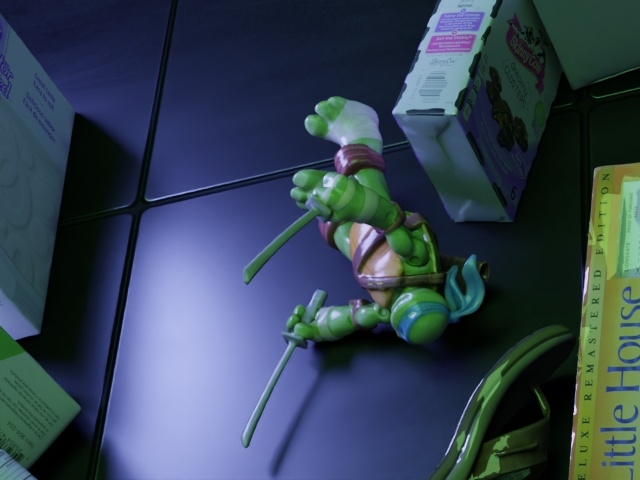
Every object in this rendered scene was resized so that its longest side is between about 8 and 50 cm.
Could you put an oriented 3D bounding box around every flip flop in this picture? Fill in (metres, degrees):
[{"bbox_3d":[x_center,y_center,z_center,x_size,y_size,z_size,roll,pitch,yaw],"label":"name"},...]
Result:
[{"bbox_3d":[0.144,0.192,1.655,0.080,0.112,0.277,29,66,15],"label":"flip flop"}]

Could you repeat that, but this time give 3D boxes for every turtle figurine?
[{"bbox_3d":[0.000,0.000,1.828,0.275,0.198,0.266,-23,41,6],"label":"turtle figurine"}]

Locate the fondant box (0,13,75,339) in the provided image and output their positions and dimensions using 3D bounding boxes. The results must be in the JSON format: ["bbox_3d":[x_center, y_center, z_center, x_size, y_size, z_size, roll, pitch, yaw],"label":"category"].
[{"bbox_3d":[-0.375,-0.085,2.083,0.096,0.238,0.330,-15,47,19],"label":"fondant box"}]

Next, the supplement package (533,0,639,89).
[{"bbox_3d":[0.327,-0.297,1.890,0.262,0.204,0.145,-18,46,15],"label":"supplement package"}]

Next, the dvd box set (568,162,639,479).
[{"bbox_3d":[0.406,0.071,1.525,0.420,0.062,0.307,-6,64,29],"label":"dvd box set"}]

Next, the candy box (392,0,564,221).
[{"bbox_3d":[0.156,-0.144,1.882,0.070,0.165,0.196,2,54,30],"label":"candy box"}]

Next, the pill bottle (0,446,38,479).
[{"bbox_3d":[-0.304,0.253,1.761,0.216,0.121,0.121,41,75,4],"label":"pill bottle"}]

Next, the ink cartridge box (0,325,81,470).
[{"bbox_3d":[-0.399,0.190,1.875,0.273,0.198,0.115,-48,30,-15],"label":"ink cartridge box"}]
